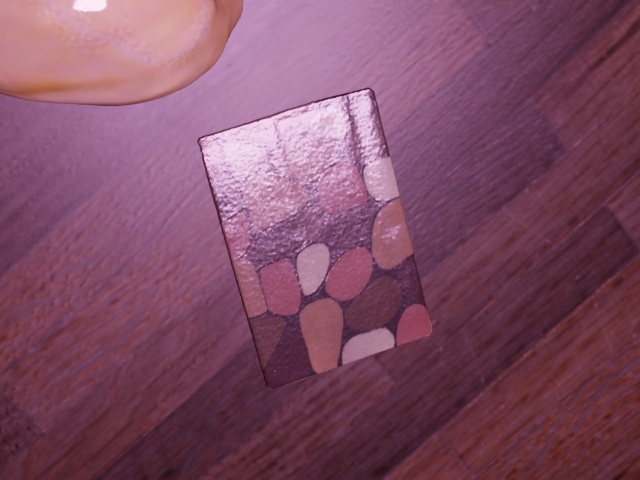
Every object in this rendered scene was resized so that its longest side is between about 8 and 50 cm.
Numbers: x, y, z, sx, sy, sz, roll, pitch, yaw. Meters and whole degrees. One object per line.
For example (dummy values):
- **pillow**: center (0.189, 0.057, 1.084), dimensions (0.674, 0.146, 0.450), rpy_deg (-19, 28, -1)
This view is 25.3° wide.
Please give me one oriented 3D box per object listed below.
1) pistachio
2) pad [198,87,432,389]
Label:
- **pistachio**: center (-0.199, -0.200, 0.996), dimensions (0.309, 0.230, 0.230), rpy_deg (7, 102, -16)
- **pad**: center (0.000, 0.000, 1.215), dimensions (0.158, 0.003, 0.235), rpy_deg (-18, 109, -12)
